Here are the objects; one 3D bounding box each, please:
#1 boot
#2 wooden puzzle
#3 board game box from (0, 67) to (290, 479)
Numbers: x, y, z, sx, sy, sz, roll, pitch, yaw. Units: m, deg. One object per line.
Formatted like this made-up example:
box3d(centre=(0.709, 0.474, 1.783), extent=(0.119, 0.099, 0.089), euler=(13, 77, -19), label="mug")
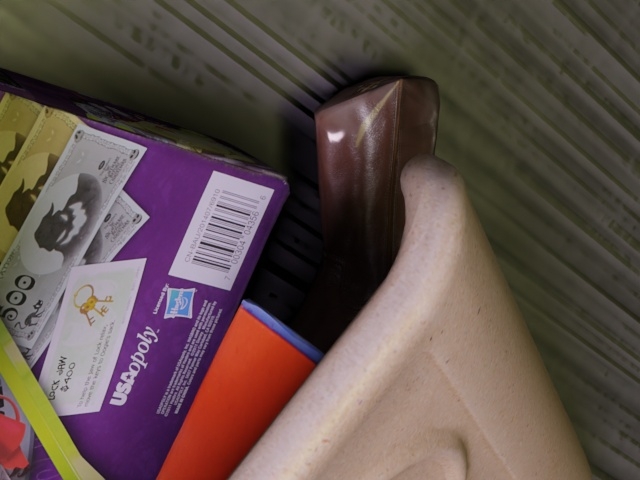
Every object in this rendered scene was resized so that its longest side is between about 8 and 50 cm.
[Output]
box3d(centre=(0.000, 0.000, 0.558), extent=(0.106, 0.037, 0.114), euler=(-24, 129, -42), label="boot")
box3d(centre=(-0.038, 0.164, 0.528), extent=(0.348, 0.080, 0.322), euler=(-55, 156, -10), label="wooden puzzle")
box3d(centre=(-0.162, 0.108, 0.486), extent=(0.208, 0.056, 0.346), euler=(16, 101, -45), label="board game box")
